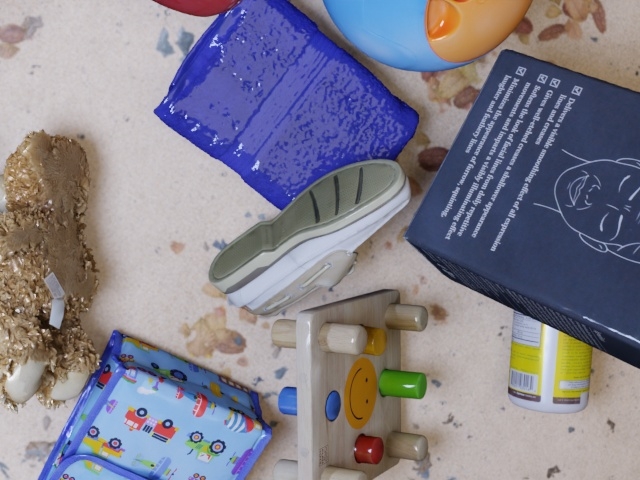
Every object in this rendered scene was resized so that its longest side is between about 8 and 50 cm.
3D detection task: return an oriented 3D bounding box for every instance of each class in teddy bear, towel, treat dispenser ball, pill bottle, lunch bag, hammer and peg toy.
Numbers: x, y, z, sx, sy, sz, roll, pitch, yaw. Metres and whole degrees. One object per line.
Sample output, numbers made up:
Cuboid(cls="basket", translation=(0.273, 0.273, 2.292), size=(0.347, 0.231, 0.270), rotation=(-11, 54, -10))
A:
Cuboid(cls="teddy bear", translation=(-0.347, 0.041, 1.202), size=(0.113, 0.245, 0.337), rotation=(-7, 96, 26))
Cuboid(cls="towel", translation=(-0.042, -0.172, 1.350), size=(0.308, 0.076, 0.227), rotation=(37, 90, -17))
Cuboid(cls="treat dispenser ball", translation=(0.137, -0.359, 1.271), size=(0.288, 0.288, 0.288), rotation=(-1, 95, -17))
Cuboid(cls="pill bottle", translation=(0.339, 0.137, 1.465), size=(0.117, 0.117, 0.214), rotation=(2, 94, -18))
Cuboid(cls="lunch bag", translation=(-0.236, 0.303, 1.312), size=(0.221, 0.138, 0.293), rotation=(27, 99, -19))
Cuboid(cls="hammer and peg toy", translation=(0.042, 0.255, 1.314), size=(0.266, 0.127, 0.361), rotation=(-7, 98, -60))

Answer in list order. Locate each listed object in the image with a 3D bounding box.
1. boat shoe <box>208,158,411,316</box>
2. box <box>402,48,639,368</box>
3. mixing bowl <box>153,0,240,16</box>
Cuboid(cls="boat shoe", translation=(0.000, 0.000, 1.310), size=(0.302, 0.113, 0.103), rotation=(-29, 124, 24))
Cuboid(cls="box", translation=(0.365, -0.027, 1.304), size=(0.293, 0.396, 0.212), rotation=(-61, 151, -4))
Cuboid(cls="mixing bowl", translation=(-0.140, -0.350, 1.261), size=(0.098, 0.181, 0.181), rotation=(39, 82, -35))
